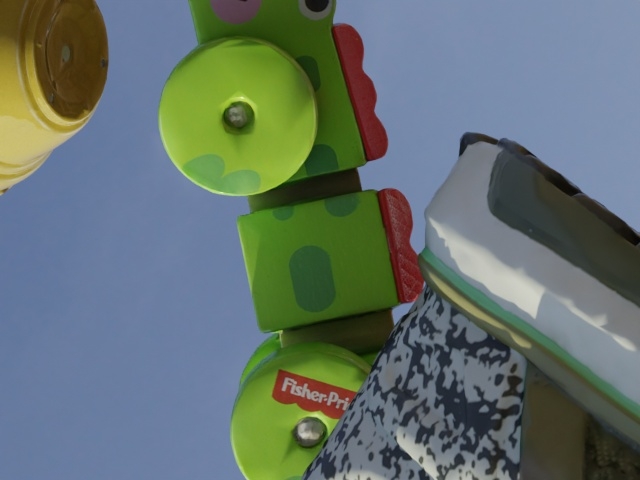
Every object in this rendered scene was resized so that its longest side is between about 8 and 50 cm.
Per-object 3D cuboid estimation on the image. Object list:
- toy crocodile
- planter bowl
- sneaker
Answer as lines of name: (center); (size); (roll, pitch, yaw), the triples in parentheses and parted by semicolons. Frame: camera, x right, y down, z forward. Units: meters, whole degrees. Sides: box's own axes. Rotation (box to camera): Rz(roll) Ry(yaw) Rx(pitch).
toy crocodile: (0.000, 0.000, 0.761); (0.115, 0.105, 0.341); (-96, -7, -87)
planter bowl: (-0.211, -0.131, 1.267); (0.217, 0.090, 0.217); (-12, -77, -63)
sneaker: (0.143, 0.145, 0.581); (0.410, 0.182, 0.158); (45, -170, 37)
